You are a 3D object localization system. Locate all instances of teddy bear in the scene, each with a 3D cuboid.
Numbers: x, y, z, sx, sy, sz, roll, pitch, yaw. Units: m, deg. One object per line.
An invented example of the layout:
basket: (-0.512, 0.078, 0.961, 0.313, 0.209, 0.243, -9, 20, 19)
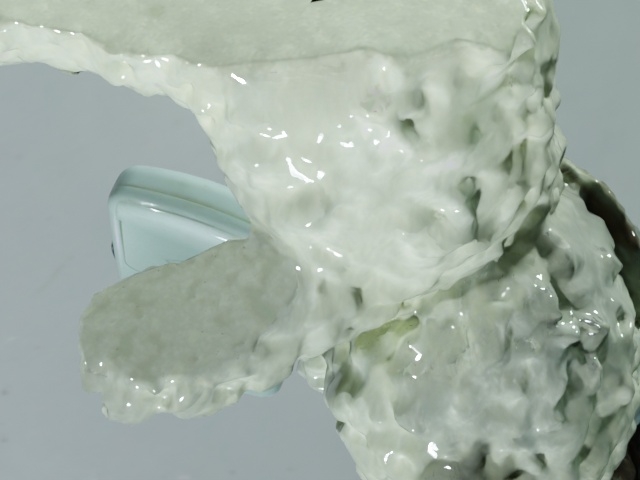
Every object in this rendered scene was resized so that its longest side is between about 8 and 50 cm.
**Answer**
teddy bear: (0.000, 0.000, 0.923, 0.327, 0.375, 0.362, -52, 149, -37)

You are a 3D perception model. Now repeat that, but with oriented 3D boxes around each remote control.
remote control: (-0.090, 0.034, 1.425, 0.140, 0.296, 0.056, 16, 65, 7)
